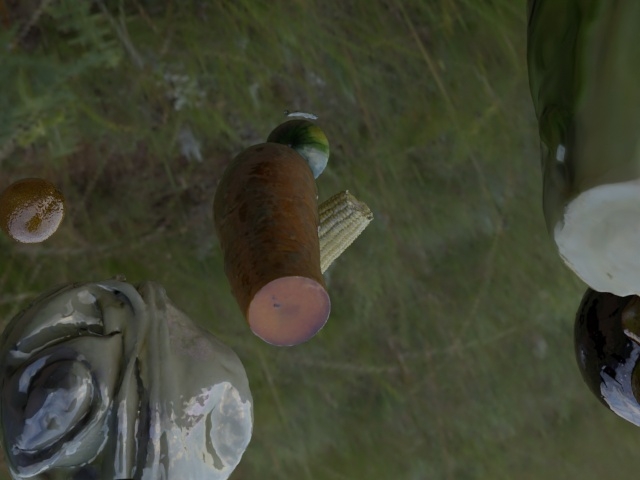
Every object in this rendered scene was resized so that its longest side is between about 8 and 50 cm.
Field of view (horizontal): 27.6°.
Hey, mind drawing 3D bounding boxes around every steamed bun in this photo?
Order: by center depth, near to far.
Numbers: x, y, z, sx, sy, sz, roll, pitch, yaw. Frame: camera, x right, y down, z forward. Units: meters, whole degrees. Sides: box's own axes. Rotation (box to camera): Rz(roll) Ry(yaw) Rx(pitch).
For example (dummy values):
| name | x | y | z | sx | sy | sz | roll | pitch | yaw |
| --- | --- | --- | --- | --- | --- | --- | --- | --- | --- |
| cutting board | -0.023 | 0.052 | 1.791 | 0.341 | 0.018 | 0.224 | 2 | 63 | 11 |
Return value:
| name | x | y | z | sx | sy | sz | roll | pitch | yaw |
| --- | --- | --- | --- | --- | --- | --- | --- | --- | --- |
| steamed bun | -0.232 | 0.185 | 1.376 | 0.268 | 0.280 | 0.207 | -52 | 159 | 20 |

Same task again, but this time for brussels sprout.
| name | x | y | z | sx | sy | sz | roll | pitch | yaw |
| --- | --- | --- | --- | --- | --- | --- | --- | --- | --- |
| brussels sprout | 0.286 | -0.125 | 0.935 | 0.275 | 0.371 | 0.315 | 10 | 127 | 25 |

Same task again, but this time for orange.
| name | x | y | z | sx | sy | sz | roll | pitch | yaw |
| --- | --- | --- | --- | --- | --- | --- | --- | --- | --- |
| orange | -0.345 | -0.036 | 1.559 | 0.085 | 0.085 | 0.085 | -17 | 151 | -10 |

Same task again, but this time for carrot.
| name | x | y | z | sx | sy | sz | roll | pitch | yaw |
| --- | --- | --- | --- | --- | --- | --- | --- | --- | --- |
| carrot | -0.060 | -0.009 | 1.556 | 0.138 | 0.302 | 0.139 | -4 | 121 | -7 |

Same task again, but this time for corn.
| name | x | y | z | sx | sy | sz | roll | pitch | yaw |
| --- | --- | --- | --- | --- | --- | --- | --- | --- | --- |
| corn | 0.000 | 0.000 | 1.842 | 0.085 | 0.063 | 0.165 | 39 | 111 | -22 |

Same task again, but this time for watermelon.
| name | x | y | z | sx | sy | sz | roll | pitch | yaw |
| --- | --- | --- | --- | --- | --- | --- | --- | --- | --- |
| watermelon | -0.042 | -0.136 | 1.963 | 0.105 | 0.105 | 0.062 | -31 | 156 | 15 |

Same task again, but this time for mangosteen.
| name | x | y | z | sx | sy | sz | roll | pitch | yaw |
| --- | --- | --- | --- | --- | --- | --- | --- | --- | --- |
| mangosteen | 0.369 | 0.108 | 1.325 | 0.211 | 0.211 | 0.250 | -27 | -166 | 8 |

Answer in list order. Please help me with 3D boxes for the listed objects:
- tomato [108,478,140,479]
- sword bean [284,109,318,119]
| name | x | y | z | sx | sy | sz | roll | pitch | yaw |
| --- | --- | --- | --- | --- | --- | --- | --- | --- | --- |
| tomato | -0.156 | 0.295 | 1.109 | 0.180 | 0.214 | 0.155 | 1 | 137 | -32 |
| sword bean | -0.030 | -0.198 | 2.047 | 0.012 | 0.012 | 0.083 | -40 | 159 | 29 |
